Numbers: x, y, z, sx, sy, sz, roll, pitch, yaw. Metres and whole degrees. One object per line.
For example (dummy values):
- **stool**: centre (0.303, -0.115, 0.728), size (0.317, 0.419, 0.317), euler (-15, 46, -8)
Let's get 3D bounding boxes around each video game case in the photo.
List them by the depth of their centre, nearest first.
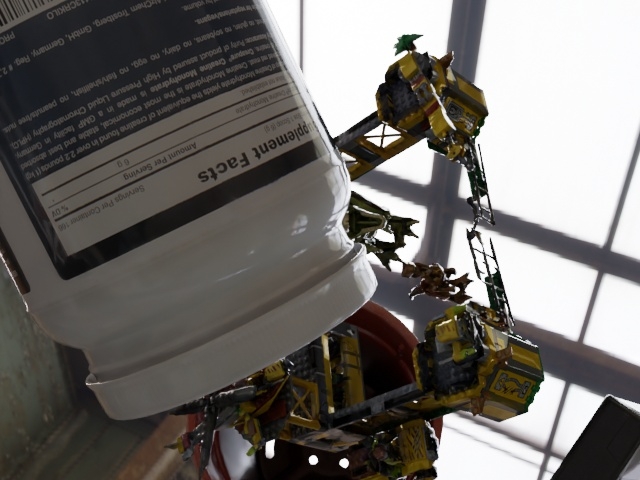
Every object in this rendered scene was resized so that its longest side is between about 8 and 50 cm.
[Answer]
- **video game case**: centre (0.174, 0.241, 0.706), size (0.035, 0.248, 0.274), euler (35, -84, 31)

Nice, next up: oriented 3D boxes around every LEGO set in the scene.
- **LEGO set**: centre (0.000, 0.000, 0.695), size (0.255, 0.192, 0.331), euler (-20, -120, 39)

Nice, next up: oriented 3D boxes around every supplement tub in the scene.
- **supplement tub**: centre (-0.101, -0.062, 0.535), size (0.191, 0.272, 0.191), euler (-25, -174, 3)

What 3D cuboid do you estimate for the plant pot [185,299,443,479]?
- **plant pot**: centre (0.002, 0.224, 1.146), size (0.273, 0.265, 0.272), euler (-1, -110, 4)
